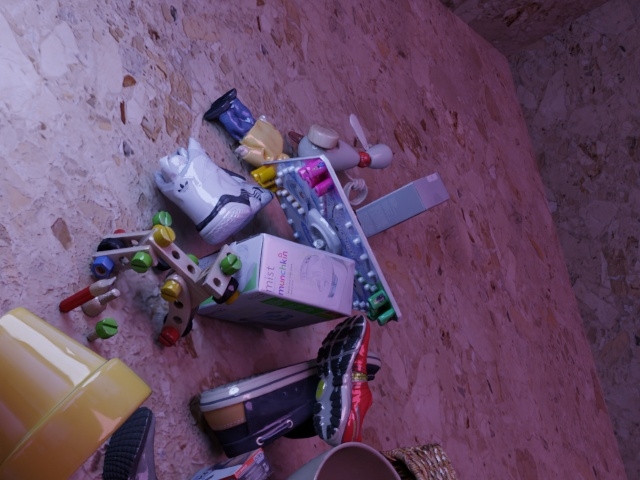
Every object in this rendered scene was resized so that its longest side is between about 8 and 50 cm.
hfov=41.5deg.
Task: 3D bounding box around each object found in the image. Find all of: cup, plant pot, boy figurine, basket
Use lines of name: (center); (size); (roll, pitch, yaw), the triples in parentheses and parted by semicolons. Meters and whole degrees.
cup: (0.002, 0.576, 1.620); (0.331, 0.237, 0.331); (31, 47, -40)
plant pot: (-0.426, 0.239, 1.272); (0.239, 0.254, 0.254); (44, 35, -2)
boy figurine: (-0.156, -0.246, 2.106); (0.285, 0.092, 0.177); (48, 36, -24)
basket: (0.174, 0.601, 1.809); (0.223, 0.213, 0.299); (0, 67, -28)

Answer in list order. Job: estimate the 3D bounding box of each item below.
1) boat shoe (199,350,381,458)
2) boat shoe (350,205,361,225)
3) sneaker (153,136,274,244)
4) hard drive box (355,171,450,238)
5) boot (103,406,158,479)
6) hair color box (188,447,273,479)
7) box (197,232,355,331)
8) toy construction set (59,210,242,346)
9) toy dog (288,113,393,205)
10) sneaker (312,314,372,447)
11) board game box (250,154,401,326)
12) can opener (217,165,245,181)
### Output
boat shoe: (-0.043, 0.336, 1.788); (0.500, 0.187, 0.155); (-9, 80, -51)
boat shoe: (0.057, -0.032, 2.176); (0.110, 0.104, 0.307); (59, 14, -2)
sneaker: (-0.229, -0.118, 1.836); (0.210, 0.137, 0.366); (48, 12, -1)
hard drive box: (0.225, -0.096, 2.404); (0.181, 0.232, 0.089); (-23, 88, -58)
boot: (-0.296, 0.429, 1.469); (0.161, 0.083, 0.246); (39, 46, -42)
hair color box: (-0.177, 0.439, 1.530); (0.053, 0.167, 0.093); (62, 32, -3)
box: (-0.100, 0.091, 1.739); (0.231, 0.262, 0.126); (17, 68, -35)
toy construction set: (-0.292, 0.063, 1.566); (0.309, 0.237, 0.257); (-22, 87, -57)
toy dog: (0.037, -0.247, 2.319); (0.161, 0.220, 0.334); (45, 12, 33)
sneaker: (0.058, 0.289, 1.721); (0.118, 0.107, 0.278); (35, 57, -37)
board game box: (0.000, 0.000, 1.902); (0.050, 0.390, 0.389); (-30, 103, -19)
can opener: (-0.247, -0.158, 1.963); (0.059, 0.073, 0.186); (35, 15, 31)
